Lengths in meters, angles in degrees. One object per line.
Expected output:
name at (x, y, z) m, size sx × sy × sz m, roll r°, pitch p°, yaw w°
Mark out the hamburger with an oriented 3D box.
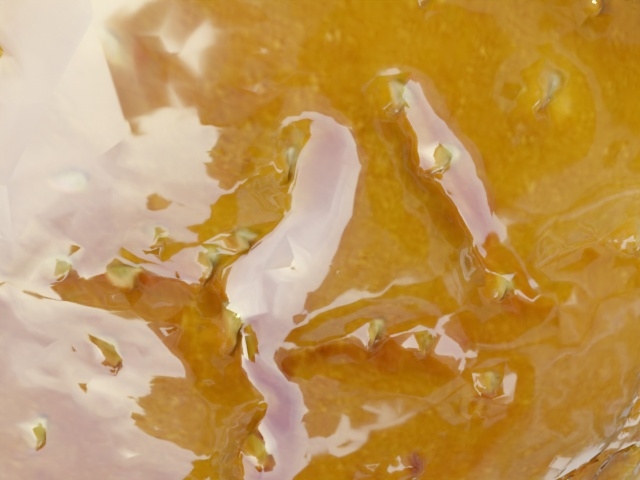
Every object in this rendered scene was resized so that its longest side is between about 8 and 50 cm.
hamburger at (0.000, 0.000, 0.550) m, size 0.314 × 0.289 × 0.170 m, roll 16°, pitch -161°, yaw -21°
